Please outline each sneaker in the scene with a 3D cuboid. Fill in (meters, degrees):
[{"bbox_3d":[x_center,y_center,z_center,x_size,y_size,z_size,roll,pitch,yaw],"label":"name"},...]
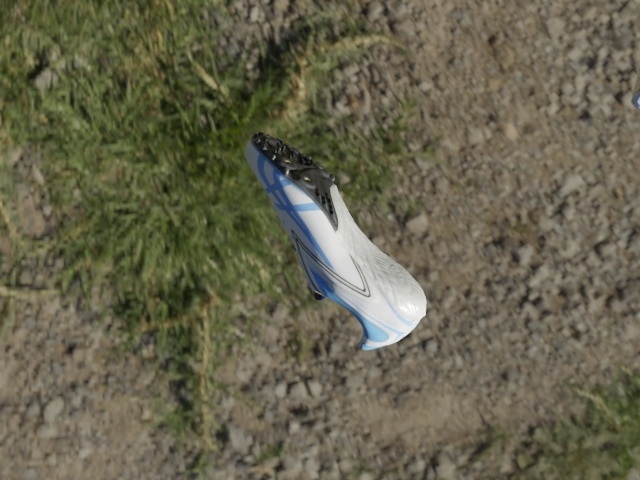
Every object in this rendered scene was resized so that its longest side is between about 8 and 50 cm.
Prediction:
[{"bbox_3d":[0.000,0.000,1.132,0.086,0.085,0.237,-42,81,22],"label":"sneaker"}]

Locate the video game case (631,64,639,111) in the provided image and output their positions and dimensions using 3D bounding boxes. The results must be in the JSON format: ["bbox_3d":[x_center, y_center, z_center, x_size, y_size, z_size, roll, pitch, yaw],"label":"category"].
[{"bbox_3d":[0.270,-0.183,0.736,0.025,0.285,0.204,38,115,2],"label":"video game case"}]
